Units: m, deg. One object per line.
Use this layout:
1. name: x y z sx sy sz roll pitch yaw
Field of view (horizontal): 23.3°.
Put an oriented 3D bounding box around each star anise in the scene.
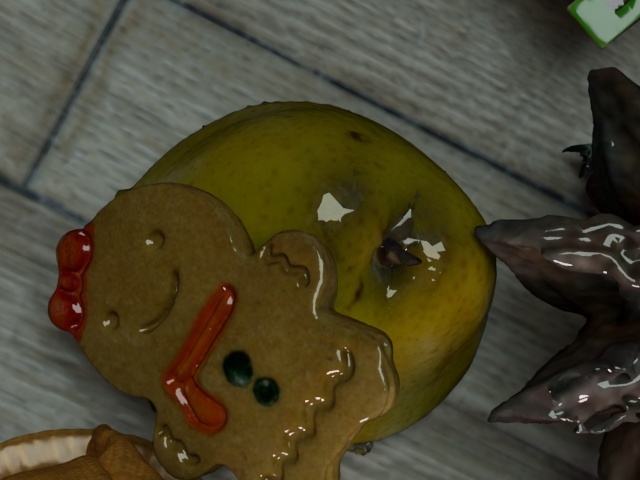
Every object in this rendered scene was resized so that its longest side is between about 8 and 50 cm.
1. star anise: 0.244 0.043 0.962 0.331 0.117 0.332 2 86 -29

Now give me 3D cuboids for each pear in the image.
1. pear: 0.002 -0.001 0.967 0.266 0.178 0.267 4 70 -11

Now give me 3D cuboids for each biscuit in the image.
1. biscuit: -0.063 0.052 0.885 0.225 0.036 0.166 41 109 21

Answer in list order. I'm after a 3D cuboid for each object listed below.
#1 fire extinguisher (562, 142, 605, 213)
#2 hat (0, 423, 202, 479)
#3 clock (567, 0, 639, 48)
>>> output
1. fire extinguisher: 0.231 -0.008 1.085 0.064 0.043 0.158 -29 83 -48
2. hat: -0.149 0.198 0.849 0.244 0.233 0.234 10 73 -11
3. clock: 0.215 -0.286 1.094 0.309 0.166 0.235 -37 86 -26
